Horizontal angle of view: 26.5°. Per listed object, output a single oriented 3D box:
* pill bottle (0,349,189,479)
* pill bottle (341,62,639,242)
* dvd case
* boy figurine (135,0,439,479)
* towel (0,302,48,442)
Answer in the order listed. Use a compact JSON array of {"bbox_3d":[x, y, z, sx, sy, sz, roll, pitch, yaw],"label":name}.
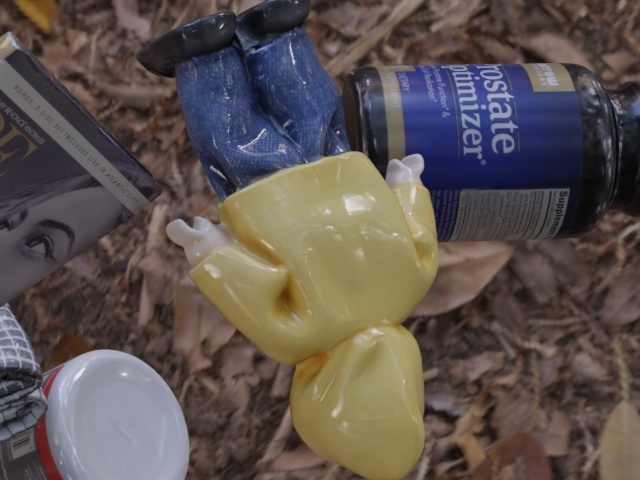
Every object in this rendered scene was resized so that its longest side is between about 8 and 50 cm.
[{"bbox_3d":[-0.353,0.285,1.675,0.210,0.363,0.210,30,47,-38],"label":"pill bottle"},{"bbox_3d":[0.127,-0.060,0.930,0.219,0.123,0.123,-2,69,-6],"label":"pill bottle"},{"bbox_3d":[-0.210,-0.001,0.726,0.221,0.164,0.018,-36,59,2],"label":"dvd case"},{"bbox_3d":[0.000,0.000,0.795,0.177,0.092,0.285,-25,95,-34],"label":"boy figurine"},{"bbox_3d":[-0.467,0.135,1.485,0.284,0.121,0.235,-17,43,-22],"label":"towel"}]
